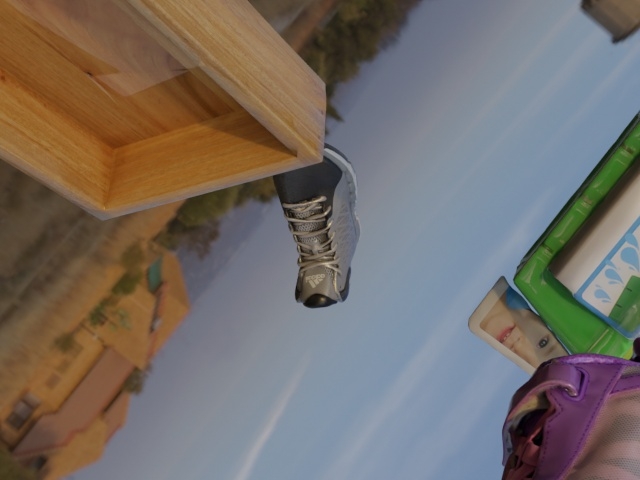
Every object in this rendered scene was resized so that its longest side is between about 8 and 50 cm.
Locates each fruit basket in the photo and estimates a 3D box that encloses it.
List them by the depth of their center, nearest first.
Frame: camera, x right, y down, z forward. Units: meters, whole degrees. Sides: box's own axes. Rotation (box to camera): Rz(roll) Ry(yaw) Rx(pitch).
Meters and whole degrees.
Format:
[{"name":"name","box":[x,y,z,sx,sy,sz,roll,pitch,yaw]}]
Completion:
[{"name":"fruit basket","box":[0.353,0.058,0.733,0.327,0.353,0.165,-54,165,16]}]

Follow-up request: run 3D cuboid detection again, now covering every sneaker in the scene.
[{"name":"sneaker","box":[0.106,0.101,0.363,0.236,0.105,0.095,-14,151,-43]},{"name":"sneaker","box":[0.000,0.000,0.941,0.229,0.086,0.132,62,30,-59]}]

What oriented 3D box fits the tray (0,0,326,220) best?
[{"name":"tray","box":[-0.186,-0.148,0.515,0.202,0.411,0.076,-12,-121,28]}]
